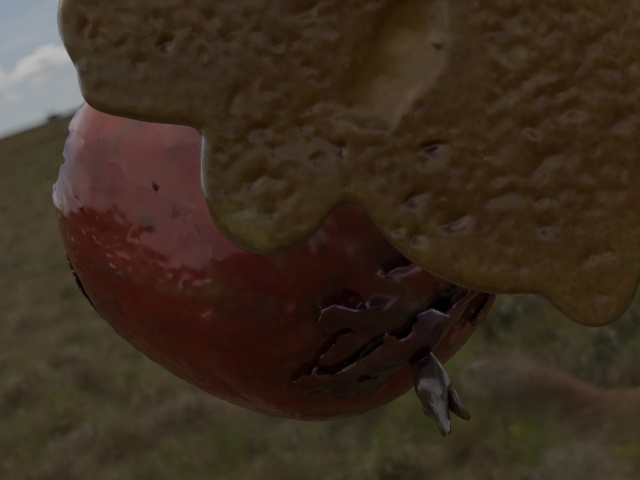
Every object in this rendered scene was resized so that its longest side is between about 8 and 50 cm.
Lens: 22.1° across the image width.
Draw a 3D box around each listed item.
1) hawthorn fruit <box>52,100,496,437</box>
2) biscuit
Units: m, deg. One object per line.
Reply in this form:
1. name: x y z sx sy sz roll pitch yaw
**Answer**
1. hawthorn fruit: 0.000 0.000 1.004 0.276 0.307 0.276 -30 -33 -23
2. biscuit: 0.030 -0.063 0.536 0.225 0.166 0.036 22 6 0
